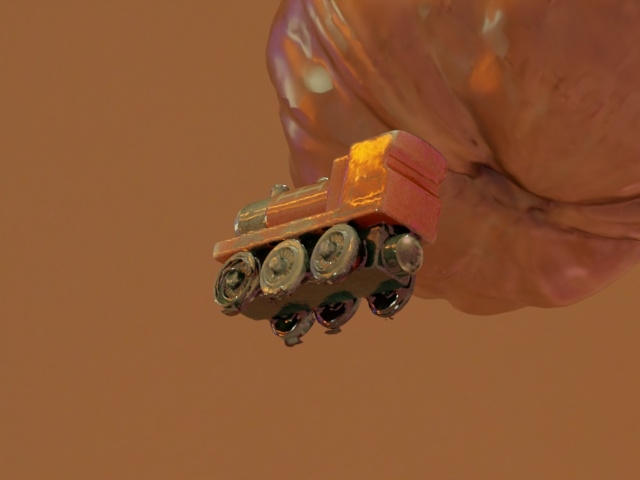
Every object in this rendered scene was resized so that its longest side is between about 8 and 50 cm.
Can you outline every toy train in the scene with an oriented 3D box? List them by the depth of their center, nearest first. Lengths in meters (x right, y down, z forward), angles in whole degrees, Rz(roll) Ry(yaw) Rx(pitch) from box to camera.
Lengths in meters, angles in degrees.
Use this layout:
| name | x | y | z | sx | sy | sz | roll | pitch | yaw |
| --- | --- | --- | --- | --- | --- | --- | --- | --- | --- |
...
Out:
| name | x | y | z | sx | sy | sz | roll | pitch | yaw |
| --- | --- | --- | --- | --- | --- | --- | --- | --- | --- |
| toy train | 0.000 | 0.000 | 0.653 | 0.044 | 0.103 | 0.064 | 28 | -120 | -36 |

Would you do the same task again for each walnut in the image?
| name | x | y | z | sx | sy | sz | roll | pitch | yaw |
| --- | --- | --- | --- | --- | --- | --- | --- | --- | --- |
| walnut | 0.110 | -0.104 | 0.949 | 0.285 | 0.296 | 0.285 | 19 | -137 | -19 |
